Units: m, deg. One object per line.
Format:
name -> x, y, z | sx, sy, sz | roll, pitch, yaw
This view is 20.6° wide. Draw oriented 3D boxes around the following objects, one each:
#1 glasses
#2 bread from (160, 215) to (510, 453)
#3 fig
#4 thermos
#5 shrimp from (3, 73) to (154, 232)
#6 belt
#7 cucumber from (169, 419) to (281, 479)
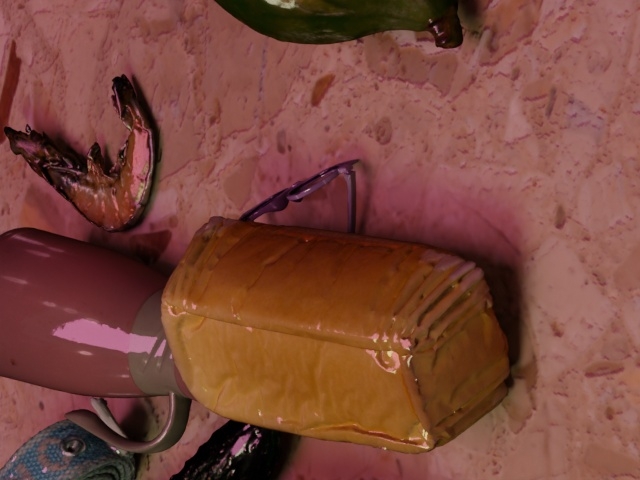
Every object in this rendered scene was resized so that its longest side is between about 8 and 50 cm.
glasses -> 0.000, 0.000, 1.486 | 0.140, 0.062, 0.104 | -26, 99, 43
bread -> 0.008, 0.073, 1.398 | 0.288, 0.119, 0.152 | 7, 127, 37
fig -> 0.012, -0.231, 1.361 | 0.245, 0.195, 0.195 | 27, 120, 0
thermos -> -0.190, 0.094, 1.608 | 0.265, 0.146, 0.176 | 14, 90, 35
shrimp -> -0.225, -0.102, 1.683 | 0.195, 0.035, 0.148 | 35, 122, 28
belt -> -0.249, 0.244, 1.688 | 0.082, 0.147, 0.163 | 49, 155, 24
cucumber -> -0.121, 0.245, 1.604 | 0.081, 0.072, 0.303 | 54, 130, 6
